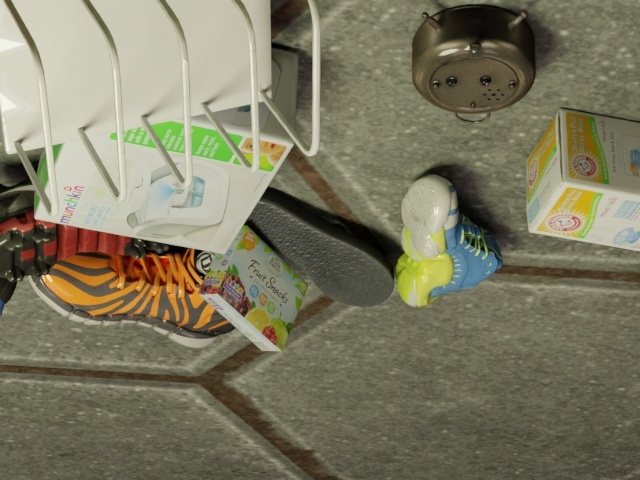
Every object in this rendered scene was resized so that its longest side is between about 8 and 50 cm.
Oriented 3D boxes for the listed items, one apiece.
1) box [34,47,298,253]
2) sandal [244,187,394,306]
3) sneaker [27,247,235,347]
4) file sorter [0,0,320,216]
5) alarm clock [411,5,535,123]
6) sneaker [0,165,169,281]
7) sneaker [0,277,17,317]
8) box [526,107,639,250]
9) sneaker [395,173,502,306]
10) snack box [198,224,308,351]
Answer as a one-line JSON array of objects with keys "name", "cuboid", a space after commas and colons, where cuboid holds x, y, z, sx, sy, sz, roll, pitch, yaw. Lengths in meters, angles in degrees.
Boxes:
[{"name": "box", "cuboid": [-0.174, -0.115, 1.782, 0.231, 0.126, 0.262, 11, 149, -17]}, {"name": "sandal", "cuboid": [0.000, -0.001, 2.039, 0.097, 0.054, 0.254, -32, 126, 34]}, {"name": "sneaker", "cuboid": [-0.203, 0.033, 2.057, 0.321, 0.124, 0.180, 16, 144, -40]}, {"name": "file sorter", "cuboid": [-0.150, -0.157, 1.514, 0.278, 0.173, 0.192, -14, 128, -19]}, {"name": "alarm clock", "cuboid": [0.162, -0.175, 1.719, 0.129, 0.064, 0.192, 0, 152, 5]}, {"name": "sneaker", "cuboid": [-0.278, -0.040, 1.944, 0.276, 0.135, 0.097, -11, 142, -23]}, {"name": "sneaker", "cuboid": [-0.486, 0.039, 2.117, 0.232, 0.090, 0.081, 11, 157, 30]}, {"name": "box", "cuboid": [0.346, -0.063, 1.845, 0.203, 0.103, 0.114, 10, 148, -12]}, {"name": "sneaker", "cuboid": [0.165, -0.009, 1.991, 0.126, 0.091, 0.240, -11, 151, -13]}, {"name": "snack box", "cuboid": [-0.081, 0.060, 2.004, 0.037, 0.100, 0.141, -2, 146, 38]}]
